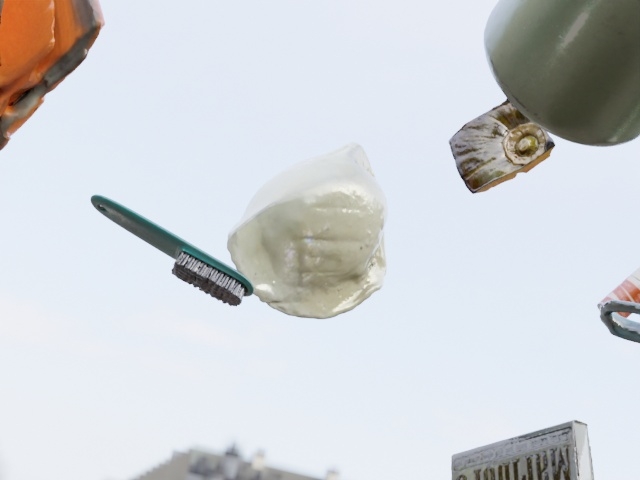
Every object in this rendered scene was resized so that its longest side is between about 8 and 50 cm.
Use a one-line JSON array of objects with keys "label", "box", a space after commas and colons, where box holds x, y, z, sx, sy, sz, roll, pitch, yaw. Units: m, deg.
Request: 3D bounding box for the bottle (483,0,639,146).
[{"label": "bottle", "box": [0.272, -0.235, 1.285, 0.168, 0.168, 0.347, 18, -44, -18]}]

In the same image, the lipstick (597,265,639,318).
[{"label": "lipstick", "box": [0.403, 0.051, 2.076, 0.038, 0.130, 0.038, 49, -8, 9]}]

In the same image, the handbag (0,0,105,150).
[{"label": "handbag", "box": [-0.328, -0.104, 1.177, 0.116, 0.303, 0.410, 21, -57, -40]}]

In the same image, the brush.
[{"label": "brush", "box": [-0.156, 0.012, 1.700, 0.193, 0.032, 0.043, 29, -32, 2]}]

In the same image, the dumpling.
[{"label": "dumpling", "box": [0.000, 0.000, 1.908, 0.131, 0.179, 0.252, -4, 21, 41]}]

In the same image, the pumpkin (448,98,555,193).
[{"label": "pumpkin", "box": [0.175, -0.092, 1.599, 0.101, 0.073, 0.035, -28, -22, 8]}]

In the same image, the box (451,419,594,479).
[{"label": "box", "box": [0.223, 0.274, 1.845, 0.036, 0.115, 0.177, 20, -32, -41]}]

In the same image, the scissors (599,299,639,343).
[{"label": "scissors", "box": [0.355, 0.093, 1.385, 0.138, 0.041, 0.289, 35, -14, -28]}]
